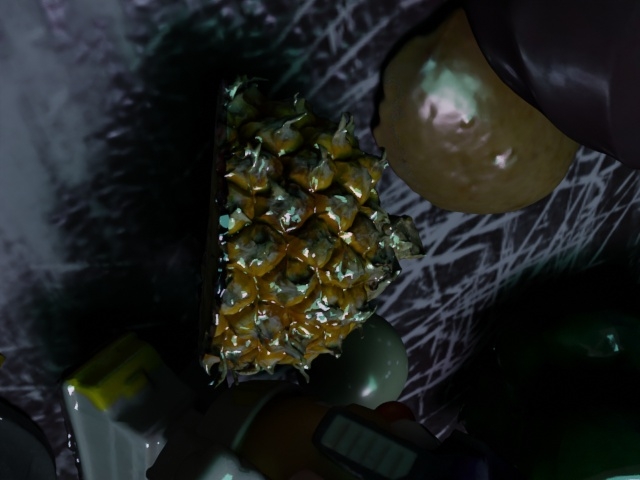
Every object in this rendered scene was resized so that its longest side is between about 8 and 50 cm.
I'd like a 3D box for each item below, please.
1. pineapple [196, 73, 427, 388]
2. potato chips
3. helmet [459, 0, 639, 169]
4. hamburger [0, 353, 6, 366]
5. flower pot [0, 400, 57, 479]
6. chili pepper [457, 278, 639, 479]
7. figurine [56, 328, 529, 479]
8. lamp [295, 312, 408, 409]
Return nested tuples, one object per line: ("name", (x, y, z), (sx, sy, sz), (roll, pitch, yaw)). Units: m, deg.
("pineapple", (-0.001, -0.001, 0.480), (0.136, 0.161, 0.176), (3, 83, -10))
("potato chips", (0.127, -0.084, 0.586), (0.150, 0.049, 0.201), (-47, 129, 5))
("helmet", (0.170, -0.145, 0.444), (0.305, 0.225, 0.177), (15, 128, -32))
("hamburger", (-0.301, 0.082, 0.371), (0.262, 0.138, 0.243), (-56, 139, -20))
("flower pot", (-0.298, 0.239, 0.528), (0.268, 0.166, 0.269), (-17, 135, -18))
("chili pepper", (0.267, 0.176, 0.754), (0.256, 0.249, 0.233), (6, 134, -16))
("figurine", (-0.013, 0.159, 0.523), (0.308, 0.308, 0.143), (9, 100, -35))
("lamp", (0.007, 0.068, 0.625), (0.091, 0.091, 0.163), (-31, 122, -4))
